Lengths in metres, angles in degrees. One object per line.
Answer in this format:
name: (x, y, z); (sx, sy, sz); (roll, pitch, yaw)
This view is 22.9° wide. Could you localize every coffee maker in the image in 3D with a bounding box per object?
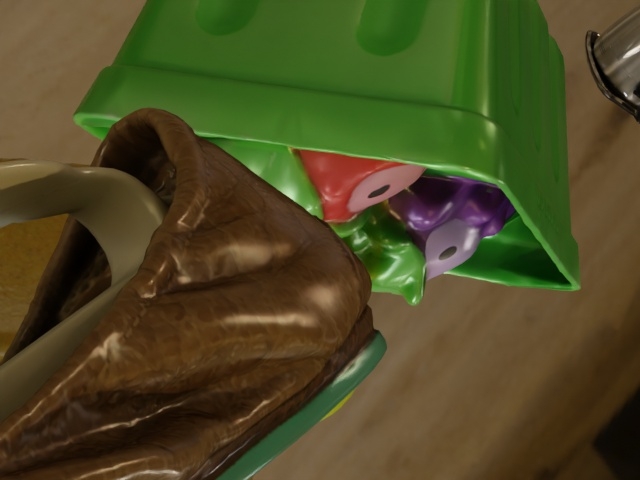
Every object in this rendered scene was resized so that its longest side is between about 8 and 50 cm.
coffee maker: (0.357, -0.188, 1.432); (0.171, 0.120, 0.178); (8, 141, -44)

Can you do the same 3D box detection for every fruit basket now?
fruit basket: (0.000, 0.000, 0.980); (0.392, 0.283, 0.392); (10, 90, -71)

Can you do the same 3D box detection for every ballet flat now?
ballet flat: (-0.091, 0.056, 0.342); (0.124, 0.116, 0.342); (51, 36, -6)

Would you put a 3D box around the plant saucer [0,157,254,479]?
plant saucer: (-0.162, 0.135, 0.521); (0.333, 0.081, 0.332); (4, 96, -28)
